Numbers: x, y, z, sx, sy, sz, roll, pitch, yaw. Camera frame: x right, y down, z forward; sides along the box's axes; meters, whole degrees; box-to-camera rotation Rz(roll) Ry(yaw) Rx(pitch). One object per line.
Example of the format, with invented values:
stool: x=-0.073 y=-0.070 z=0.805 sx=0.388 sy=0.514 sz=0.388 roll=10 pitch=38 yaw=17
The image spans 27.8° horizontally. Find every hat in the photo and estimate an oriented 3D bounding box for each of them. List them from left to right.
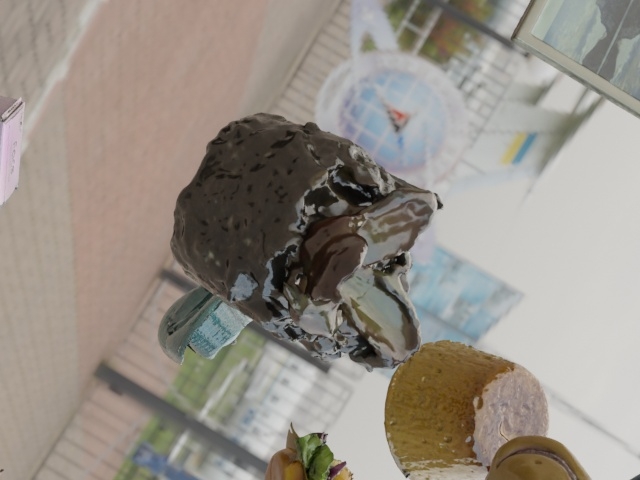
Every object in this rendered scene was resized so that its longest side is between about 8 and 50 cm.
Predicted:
hat: x=-0.128 y=0.100 z=1.574 sx=0.138 sy=0.078 sz=0.191 roll=-48 pitch=-167 yaw=-16

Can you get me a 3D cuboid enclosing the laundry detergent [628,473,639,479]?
laundry detergent: x=0.261 y=0.228 z=0.953 sx=0.290 sy=0.094 sz=0.143 roll=-41 pitch=-140 yaw=3

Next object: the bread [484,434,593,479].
bread: x=0.191 y=0.278 z=1.152 sx=0.081 sy=0.134 sz=0.225 roll=-17 pitch=138 yaw=-25

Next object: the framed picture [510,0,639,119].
framed picture: x=0.268 y=-0.217 z=1.099 sx=0.203 sy=0.150 sz=0.015 roll=-61 pitch=-173 yaw=-11

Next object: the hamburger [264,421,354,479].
hamburger: x=-0.012 y=0.294 z=1.402 sx=0.164 sy=0.093 sz=0.189 roll=-99 pitch=-159 yaw=-55

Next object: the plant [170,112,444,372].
plant: x=0.000 y=0.000 z=1.076 sx=0.178 sy=0.234 sz=0.204 roll=-60 pitch=143 yaw=-10

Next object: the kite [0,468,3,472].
kite: x=-0.483 y=0.379 z=1.597 sx=0.335 sy=0.011 sz=0.314 roll=-52 pitch=178 yaw=41

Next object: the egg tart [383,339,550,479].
egg tart: x=0.197 y=0.234 z=1.689 sx=0.147 sy=0.202 sz=0.202 roll=3 pitch=-124 yaw=52

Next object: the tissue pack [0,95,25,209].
tissue pack: x=-0.553 y=-0.149 z=1.841 sx=0.092 sy=0.246 sz=0.148 roll=-71 pitch=175 yaw=-62
